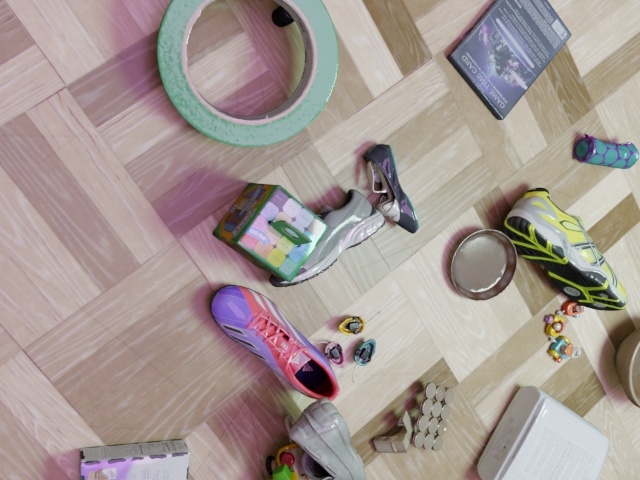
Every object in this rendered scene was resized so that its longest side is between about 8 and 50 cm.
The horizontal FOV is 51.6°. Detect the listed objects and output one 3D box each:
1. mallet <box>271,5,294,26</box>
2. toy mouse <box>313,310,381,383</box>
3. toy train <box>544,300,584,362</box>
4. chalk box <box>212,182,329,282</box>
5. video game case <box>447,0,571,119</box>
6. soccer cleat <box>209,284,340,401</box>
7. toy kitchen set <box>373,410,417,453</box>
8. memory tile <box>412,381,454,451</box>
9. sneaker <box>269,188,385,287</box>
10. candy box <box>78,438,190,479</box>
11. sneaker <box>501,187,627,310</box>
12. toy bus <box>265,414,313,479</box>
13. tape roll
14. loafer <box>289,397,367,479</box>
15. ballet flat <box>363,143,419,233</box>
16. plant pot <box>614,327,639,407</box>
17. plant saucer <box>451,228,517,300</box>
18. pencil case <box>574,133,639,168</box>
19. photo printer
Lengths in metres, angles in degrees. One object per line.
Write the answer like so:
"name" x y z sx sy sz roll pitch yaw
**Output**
"mallet" -0.031 -0.488 1.284 0.039 0.062 0.189 40 66 -23
"toy mouse" 0.060 0.232 1.409 0.161 0.031 0.143 -11 100 -21
"toy train" 0.617 0.223 1.635 0.125 0.046 0.166 -10 100 -21
"chalk box" -0.086 -0.016 1.217 0.132 0.213 0.132 39 81 -22
"video game case" 0.428 -0.436 1.485 0.196 0.026 0.274 44 80 -21
"soccer cleat" -0.081 0.203 1.299 0.108 0.116 0.318 -48 112 -11
"toy kitchen set" 0.164 0.419 1.477 0.083 0.075 0.068 -49 123 -54
"memory tile" 0.255 0.399 1.497 0.113 0.012 0.147 24 77 -42
"sneaker" 0.000 0.000 1.329 0.272 0.100 0.108 -38 97 -19
"candy box" -0.350 0.472 1.245 0.196 0.070 0.164 2 96 -22
"sneaker" 0.595 0.026 1.541 0.385 0.145 0.147 41 66 -20
"toy bus" -0.067 0.498 1.346 0.104 0.202 0.190 -26 116 14
"tape roll" -0.130 -0.332 1.195 0.322 0.077 0.321 -4 108 -12
"loafer" 0.014 0.435 1.335 0.112 0.112 0.319 -32 132 -13
"ballet flat" 0.140 -0.100 1.382 0.074 0.074 0.203 -23 99 -19
"plant pot" 0.841 0.313 1.706 0.238 0.110 0.237 -3 97 -23
"plant saucer" 0.368 0.054 1.510 0.169 0.029 0.168 -4 103 -15
"pencil case" 0.691 -0.214 1.601 0.152 0.064 0.070 3 111 -24
"photo printer" 0.557 0.528 1.615 0.308 0.107 0.256 33 84 -23
